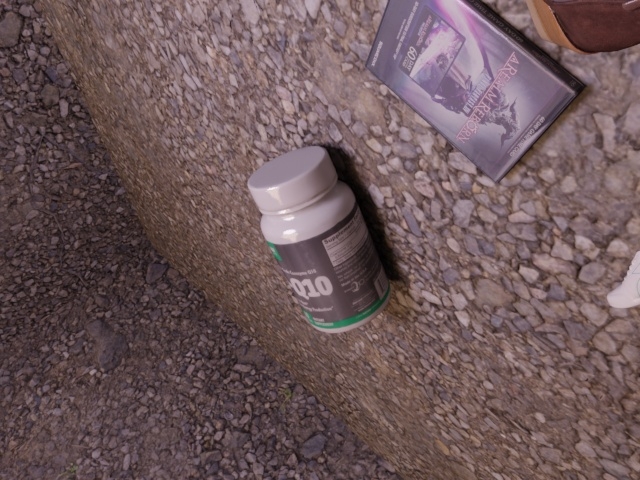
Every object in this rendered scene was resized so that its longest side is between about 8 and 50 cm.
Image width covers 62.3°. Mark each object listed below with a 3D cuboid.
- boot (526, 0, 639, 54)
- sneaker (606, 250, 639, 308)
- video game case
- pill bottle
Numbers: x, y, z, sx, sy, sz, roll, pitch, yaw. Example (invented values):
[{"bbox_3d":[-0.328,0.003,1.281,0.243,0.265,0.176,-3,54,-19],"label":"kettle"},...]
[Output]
[{"bbox_3d":[0.225,-0.271,0.453,0.248,0.090,0.207,47,-178,-24],"label":"boot"},{"bbox_3d":[0.417,0.038,0.667,0.061,0.054,0.152,55,150,14],"label":"sneaker"},{"bbox_3d":[0.187,-0.224,0.717,0.274,0.026,0.196,46,154,12],"label":"video game case"},{"bbox_3d":[0.000,0.000,1.111,0.204,0.204,0.361,15,136,51],"label":"pill bottle"}]
